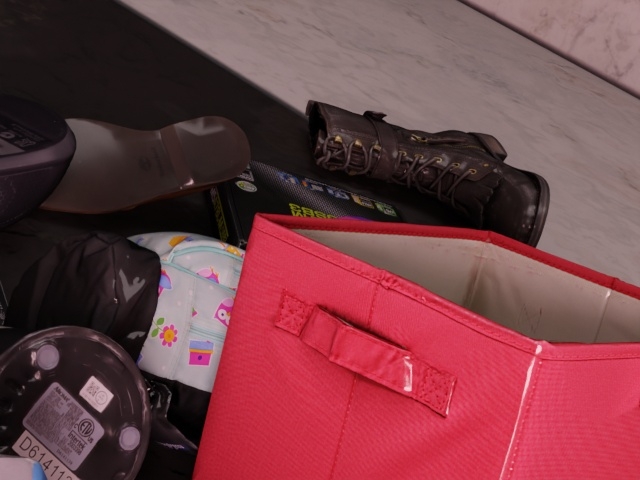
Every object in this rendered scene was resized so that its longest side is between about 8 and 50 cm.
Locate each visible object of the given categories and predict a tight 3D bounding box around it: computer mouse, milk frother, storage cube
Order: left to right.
[{"bbox_3d":[-0.279,-0.037,0.767,0.189,0.072,0.272,29,28,29],"label":"computer mouse"},{"bbox_3d":[-0.158,0.111,0.523,0.143,0.129,0.135,-36,21,-35],"label":"milk frother"},{"bbox_3d":[0.071,0.107,0.584,0.215,0.193,0.184,4,14,-45],"label":"storage cube"}]

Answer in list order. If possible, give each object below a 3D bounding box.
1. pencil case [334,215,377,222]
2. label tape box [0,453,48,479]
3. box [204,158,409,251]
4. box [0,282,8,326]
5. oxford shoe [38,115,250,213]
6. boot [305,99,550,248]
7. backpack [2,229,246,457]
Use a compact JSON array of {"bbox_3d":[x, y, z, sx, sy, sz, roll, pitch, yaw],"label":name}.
[{"bbox_3d":[0.074,0.050,0.820,0.104,0.104,0.236,11,6,-33],"label":"pencil case"},{"bbox_3d":[-0.136,0.167,0.282,0.334,0.106,0.240,12,40,-22],"label":"label tape box"},{"bbox_3d":[0.000,0.000,1.012,0.191,0.045,0.184,17,20,-18],"label":"box"},{"bbox_3d":[-0.217,0.045,0.701,0.067,0.018,0.083,11,25,-32],"label":"box"},{"bbox_3d":[-0.163,-0.052,0.940,0.212,0.076,0.076,-5,77,-33],"label":"oxford shoe"},{"bbox_3d":[0.100,-0.069,1.254,0.229,0.091,0.263,11,22,-19],"label":"boot"},{"bbox_3d":[-0.068,0.059,0.663,0.182,0.115,0.152,22,-11,-33],"label":"backpack"}]
